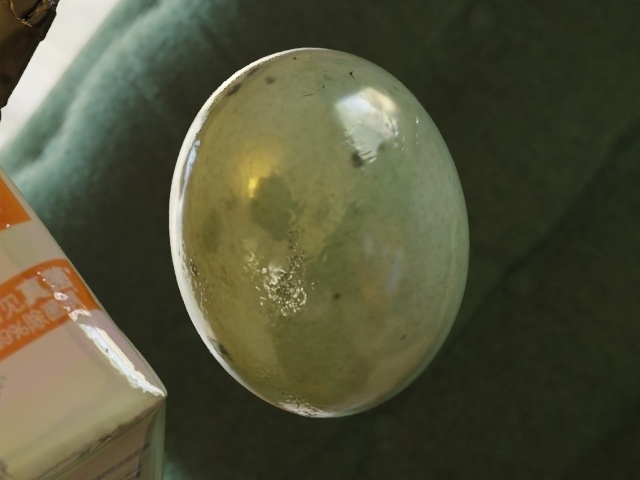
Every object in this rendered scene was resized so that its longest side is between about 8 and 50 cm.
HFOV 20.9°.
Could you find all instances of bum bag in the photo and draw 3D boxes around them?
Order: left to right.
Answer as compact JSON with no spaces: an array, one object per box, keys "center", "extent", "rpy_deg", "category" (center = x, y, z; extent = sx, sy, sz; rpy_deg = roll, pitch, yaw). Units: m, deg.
[{"center":[-0.228,-0.110,1.100],"extent":[0.197,0.087,0.049],"rpy_deg":[-62,-11,12],"category":"bum bag"}]

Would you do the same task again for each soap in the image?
[{"center":[-0.185,0.066,0.670],"extent":[0.199,0.182,0.138],"rpy_deg":[-31,-21,-22],"category":"soap"}]

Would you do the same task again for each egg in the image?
[{"center":[0.000,0.000,0.986],"extent":[0.169,0.236,0.169],"rpy_deg":[-3,47,3],"category":"egg"}]
